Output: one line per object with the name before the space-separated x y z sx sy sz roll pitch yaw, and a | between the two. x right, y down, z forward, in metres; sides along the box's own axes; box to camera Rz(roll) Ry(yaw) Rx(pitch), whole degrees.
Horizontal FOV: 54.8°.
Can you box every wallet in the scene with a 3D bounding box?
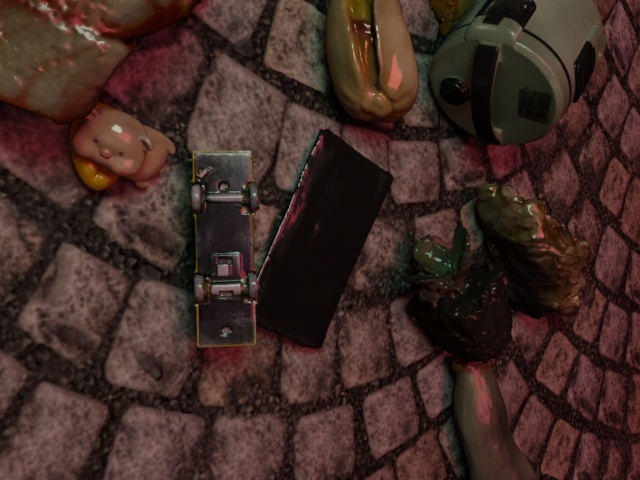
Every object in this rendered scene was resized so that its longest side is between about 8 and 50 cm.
wallet | 0.000 0.000 0.846 0.146 0.030 0.285 34 72 -35

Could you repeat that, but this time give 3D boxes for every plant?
plant | 0.207 0.086 0.936 0.142 0.131 0.203 -39 122 -28

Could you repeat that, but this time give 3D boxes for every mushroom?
mushroom | 0.290 0.351 1.027 0.109 0.097 0.351 -29 105 -34

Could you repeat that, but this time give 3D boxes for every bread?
bread | 0.204 -0.400 0.999 0.084 0.080 0.109 -37 147 -31
bread | -0.238 -0.294 0.532 0.328 0.114 0.295 -44 114 3

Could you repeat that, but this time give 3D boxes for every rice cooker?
rice cooker | 0.297 -0.275 0.943 0.244 0.226 0.226 -51 118 -23

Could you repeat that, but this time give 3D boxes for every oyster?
oyster | 0.373 0.042 1.066 0.110 0.167 0.341 -58 138 -31

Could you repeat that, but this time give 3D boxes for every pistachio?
pistachio | 0.067 -0.258 0.845 0.145 0.117 0.200 -24 99 -74

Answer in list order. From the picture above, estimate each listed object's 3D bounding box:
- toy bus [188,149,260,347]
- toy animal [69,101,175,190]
toy bus | -0.109 0.009 0.723 0.081 0.074 0.226 -3 92 -7
toy animal | -0.210 -0.093 0.653 0.114 0.082 0.091 29 75 -34
